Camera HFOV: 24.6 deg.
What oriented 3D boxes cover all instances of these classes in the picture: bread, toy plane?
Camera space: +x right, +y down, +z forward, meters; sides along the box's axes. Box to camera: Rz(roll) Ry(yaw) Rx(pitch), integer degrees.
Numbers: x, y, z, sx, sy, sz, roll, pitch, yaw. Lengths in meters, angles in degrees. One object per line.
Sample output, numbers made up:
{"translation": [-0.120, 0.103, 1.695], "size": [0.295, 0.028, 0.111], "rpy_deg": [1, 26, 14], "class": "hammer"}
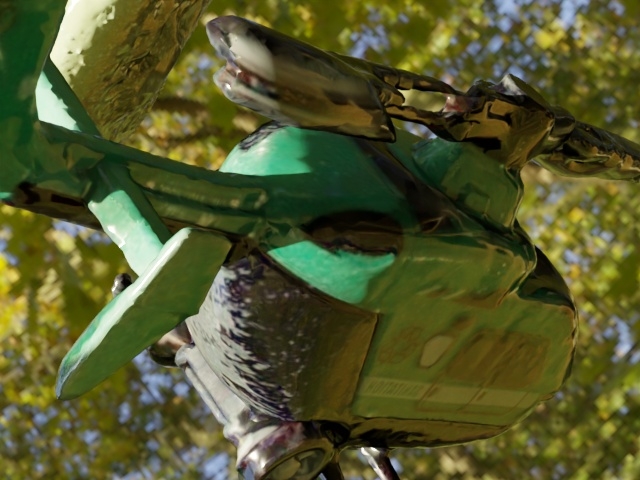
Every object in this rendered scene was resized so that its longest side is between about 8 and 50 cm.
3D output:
{"translation": [-0.082, -0.101, 0.663], "size": [0.193, 0.036, 0.112], "rpy_deg": [-56, -8, 28], "class": "bread"}
{"translation": [0.000, 0.000, 0.443], "size": [0.155, 0.106, 0.382], "rpy_deg": [-50, -34, 17], "class": "toy plane"}
